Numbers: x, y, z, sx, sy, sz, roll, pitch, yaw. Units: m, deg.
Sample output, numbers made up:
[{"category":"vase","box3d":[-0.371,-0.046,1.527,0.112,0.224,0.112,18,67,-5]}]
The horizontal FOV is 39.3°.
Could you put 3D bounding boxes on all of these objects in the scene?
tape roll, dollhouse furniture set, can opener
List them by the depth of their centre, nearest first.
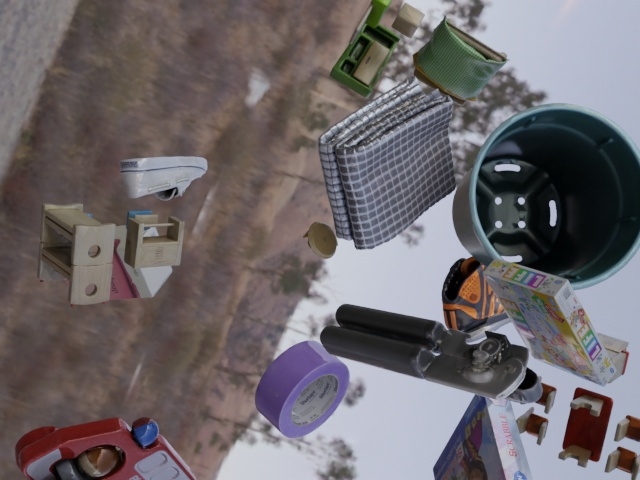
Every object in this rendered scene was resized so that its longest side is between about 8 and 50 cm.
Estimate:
[{"category":"can opener","box3d":[0.129,0.145,1.081,0.283,0.095,0.076,8,-128,44]},{"category":"dollhouse furniture set","box3d":[-0.335,0.018,1.432,0.129,0.184,0.128,25,-68,47]},{"category":"tape roll","box3d":[-0.035,0.301,1.813,0.080,0.189,0.189,36,-72,34]},{"category":"dollhouse furniture set","box3d":[0.201,-0.359,1.853,0.151,0.302,0.197,-60,-177,-19]},{"category":"dollhouse furniture set","box3d":[0.570,0.339,1.879,0.135,0.262,0.259,-18,120,-56]}]

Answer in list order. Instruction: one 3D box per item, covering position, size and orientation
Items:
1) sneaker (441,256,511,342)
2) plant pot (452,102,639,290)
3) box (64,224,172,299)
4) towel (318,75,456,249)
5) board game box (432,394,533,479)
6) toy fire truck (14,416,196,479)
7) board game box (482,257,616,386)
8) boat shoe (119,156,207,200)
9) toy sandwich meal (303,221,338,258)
[{"category":"sneaker","box3d":[0.431,0.106,2.169,0.321,0.180,0.125,-26,-161,-24]},{"category":"plant pot","box3d":[0.421,-0.071,1.775,0.334,0.341,0.341,146,-34,-85]},{"category":"box","box3d":[-0.514,0.057,2.235,0.127,0.232,0.148,-63,142,-54]},{"category":"towel","box3d":[0.141,-0.144,1.710,0.284,0.235,0.121,-34,-142,-25]},{"category":"board game box","box3d":[0.341,0.526,1.898,0.318,0.066,0.318,-96,-161,-50]},{"category":"toy fire truck","box3d":[-0.383,0.416,1.601,0.254,0.302,0.169,-29,-136,-6]},{"category":"board game box","box3d":[0.252,0.090,0.986,0.026,0.154,0.103,-47,-147,-16]},{"category":"boat shoe","box3d":[-0.312,-0.126,1.829,0.267,0.096,0.088,-16,102,-72]},{"category":"toy sandwich meal","box3d":[0.000,0.000,1.771,0.029,0.085,0.085,-22,-138,42]}]
